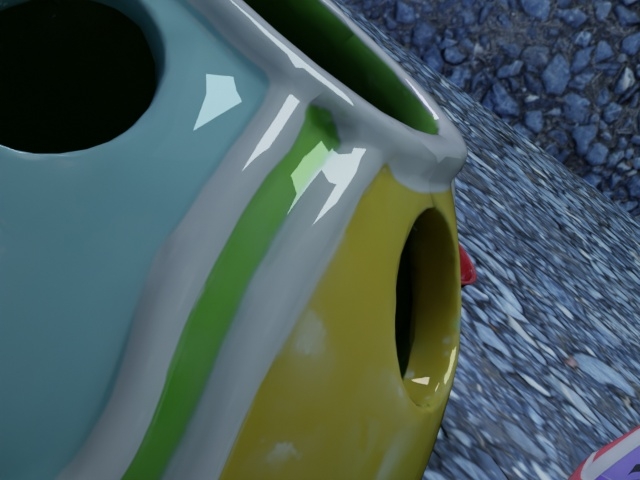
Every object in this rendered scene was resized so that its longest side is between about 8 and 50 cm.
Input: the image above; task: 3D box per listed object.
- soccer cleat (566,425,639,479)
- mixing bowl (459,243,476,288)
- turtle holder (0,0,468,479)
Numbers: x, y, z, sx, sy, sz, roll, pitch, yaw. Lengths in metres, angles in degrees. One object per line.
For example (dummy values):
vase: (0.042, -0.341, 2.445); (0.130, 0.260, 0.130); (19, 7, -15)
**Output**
soccer cleat: (0.279, 0.226, 0.940); (0.318, 0.116, 0.108); (34, 16, -22)
mixing bowl: (0.000, 0.000, 0.940); (0.181, 0.098, 0.181); (38, 15, -12)
turtle holder: (-0.063, 0.036, 0.422); (0.243, 0.227, 0.320); (25, 21, -47)
